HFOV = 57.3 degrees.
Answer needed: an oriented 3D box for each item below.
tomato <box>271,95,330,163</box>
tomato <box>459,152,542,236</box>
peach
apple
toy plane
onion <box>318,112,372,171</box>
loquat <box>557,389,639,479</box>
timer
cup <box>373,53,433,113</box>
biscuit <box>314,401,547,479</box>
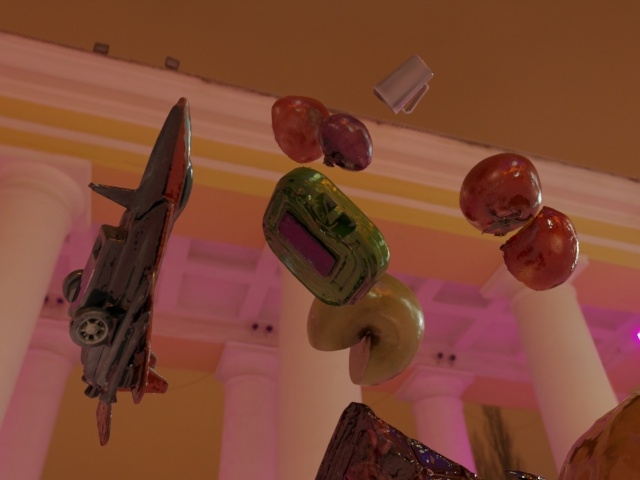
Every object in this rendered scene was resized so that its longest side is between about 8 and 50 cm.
[{"bbox_3d":[-0.027,-0.242,1.237,0.155,0.156,0.069,30,-30,-32],"label":"tomato"},{"bbox_3d":[0.356,-0.096,1.156,0.167,0.167,0.167,-1,-41,-1],"label":"tomato"},{"bbox_3d":[0.406,0.016,1.054,0.151,0.151,0.118,23,-34,-26],"label":"peach"},{"bbox_3d":[0.110,0.209,1.456,0.291,0.254,0.292,0,-78,0],"label":"apple"},{"bbox_3d":[-0.186,0.020,0.567,0.104,0.223,0.327,4,-72,-29],"label":"toy plane"},{"bbox_3d":[0.040,-0.167,1.033,0.115,0.104,0.115,35,-20,14],"label":"onion"},{"bbox_3d":[0.257,0.200,0.393,0.234,0.187,0.176,-28,-27,-37],"label":"loquat"},{"bbox_3d":[0.000,0.000,0.592,0.140,0.047,0.128,45,-33,9],"label":"timer"},{"bbox_3d":[0.180,-0.319,1.234,0.116,0.074,0.104,-41,-50,10],"label":"cup"},{"bbox_3d":[0.101,0.266,0.580,0.235,0.151,0.063,19,0,20],"label":"biscuit"}]
